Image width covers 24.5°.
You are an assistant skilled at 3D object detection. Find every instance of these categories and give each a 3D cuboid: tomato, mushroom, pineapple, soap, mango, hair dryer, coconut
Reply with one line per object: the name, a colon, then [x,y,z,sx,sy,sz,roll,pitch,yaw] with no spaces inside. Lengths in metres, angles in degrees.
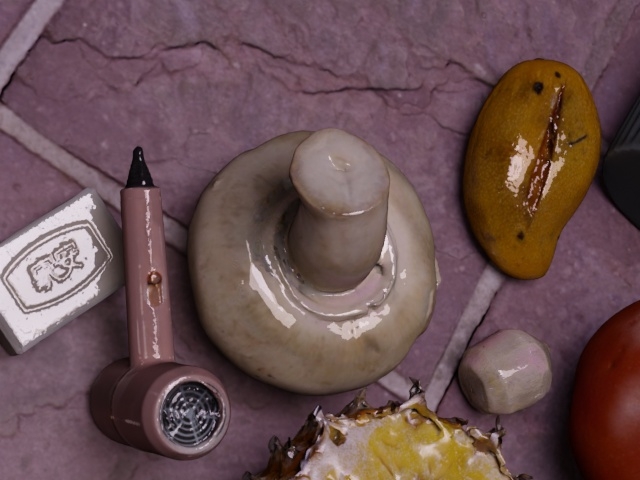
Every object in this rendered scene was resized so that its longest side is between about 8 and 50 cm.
tomato: [0.473,0.216,1.838,0.321,0.321,0.321,5,77,-21]
mushroom: [-0.023,0.005,1.725,0.315,0.315,0.356,-54,135,-22]
pineapple: [0.066,0.344,1.648,0.352,0.300,0.352,4,72,-12]
soap: [-0.310,0.035,1.698,0.183,0.064,0.121,-35,96,-24]
mango: [0.278,-0.100,1.934,0.177,0.120,0.295,18,73,-16]
hair dryer: [-0.189,0.066,1.639,0.106,0.189,0.344,-6,92,-27]
coconut: [0.241,0.164,1.878,0.124,0.110,0.110,-22,88,-22]

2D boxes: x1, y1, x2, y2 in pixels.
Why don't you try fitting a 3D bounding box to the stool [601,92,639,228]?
stool: [0.565,-0.163,1.981,0.297,0.297,0.330,41,71,-9]
